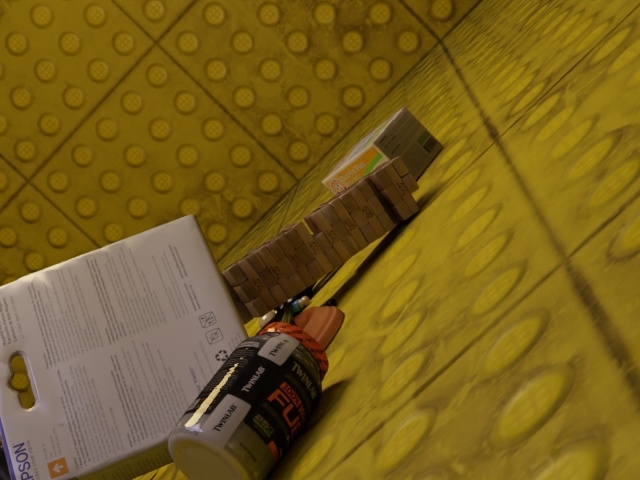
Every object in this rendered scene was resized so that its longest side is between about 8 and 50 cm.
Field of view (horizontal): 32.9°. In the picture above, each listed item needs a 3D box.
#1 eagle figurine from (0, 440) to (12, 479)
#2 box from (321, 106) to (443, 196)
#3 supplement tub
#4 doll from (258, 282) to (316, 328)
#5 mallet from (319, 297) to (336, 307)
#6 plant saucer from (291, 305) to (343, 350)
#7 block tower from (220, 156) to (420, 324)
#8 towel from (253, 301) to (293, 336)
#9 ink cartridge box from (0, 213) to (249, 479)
[{"bbox_3d":[-0.390,0.418,1.410,0.298,0.225,0.226,-60,-33,0],"label":"eagle figurine"},{"bbox_3d":[0.110,-0.137,1.979,0.114,0.103,0.203,-50,8,-31],"label":"box"},{"bbox_3d":[-0.075,0.187,1.218,0.117,0.117,0.190,-36,13,51],"label":"supplement tub"},{"bbox_3d":[-0.038,0.081,1.846,0.189,0.046,0.129,-53,18,-5],"label":"doll"},{"bbox_3d":[-0.050,0.144,1.642,0.190,0.039,0.062,-35,13,38],"label":"mallet"},{"bbox_3d":[-0.049,0.161,1.523,0.200,0.037,0.200,-45,8,8],"label":"plant saucer"},{"bbox_3d":[0.000,0.000,1.652,0.335,0.091,0.097,-34,4,-14],"label":"block tower"},{"bbox_3d":[-0.084,0.152,1.536,0.102,0.021,0.237,-44,7,10],"label":"towel"},{"bbox_3d":[-0.262,0.151,1.409,0.330,0.324,0.071,-22,-36,-7],"label":"ink cartridge box"}]
